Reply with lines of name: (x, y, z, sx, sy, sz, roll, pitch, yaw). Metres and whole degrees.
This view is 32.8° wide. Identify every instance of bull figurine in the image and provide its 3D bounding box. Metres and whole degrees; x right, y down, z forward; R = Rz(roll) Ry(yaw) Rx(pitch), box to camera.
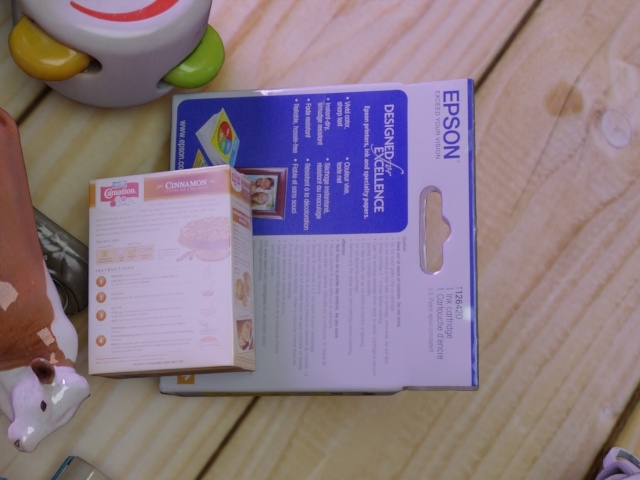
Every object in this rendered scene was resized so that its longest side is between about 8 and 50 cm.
bull figurine: (-0.313, 0.037, 0.967, 0.188, 0.101, 0.310, -10, 90, 6)

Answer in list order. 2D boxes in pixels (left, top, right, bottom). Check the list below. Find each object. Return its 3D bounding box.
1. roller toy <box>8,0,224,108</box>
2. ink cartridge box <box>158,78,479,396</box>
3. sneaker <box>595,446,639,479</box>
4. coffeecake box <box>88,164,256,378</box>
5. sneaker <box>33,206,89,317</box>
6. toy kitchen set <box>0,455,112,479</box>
roller toy: (-0.203, -0.239, 1.053, 0.209, 0.146, 0.191, -10, 71, -17)
ink cartridge box: (0.000, 0.000, 1.065, 0.307, 0.072, 0.303, -1, 78, 9)
sneaker: (0.298, 0.374, 1.090, 0.210, 0.137, 0.366, 49, 47, 1)
coffeecake box: (-0.139, 0.032, 1.017, 0.142, 0.068, 0.185, -5, 78, 14)
sneaker: (-0.293, 0.001, 1.039, 0.188, 0.066, 0.071, 36, 74, -8)
toy kitchen set: (-0.318, 0.206, 0.997, 0.122, 0.166, 0.207, -54, 135, -18)
